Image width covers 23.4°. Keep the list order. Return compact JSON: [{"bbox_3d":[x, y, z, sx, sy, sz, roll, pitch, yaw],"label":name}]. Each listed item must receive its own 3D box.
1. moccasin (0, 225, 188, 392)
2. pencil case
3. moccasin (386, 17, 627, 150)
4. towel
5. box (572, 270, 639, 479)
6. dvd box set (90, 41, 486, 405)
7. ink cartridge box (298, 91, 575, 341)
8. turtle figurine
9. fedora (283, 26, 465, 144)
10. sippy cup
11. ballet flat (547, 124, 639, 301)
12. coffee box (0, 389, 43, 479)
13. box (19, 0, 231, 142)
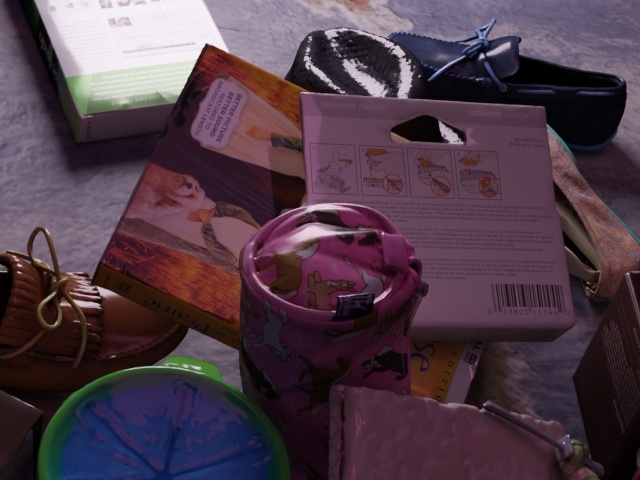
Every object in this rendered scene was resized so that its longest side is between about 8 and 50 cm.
[{"bbox_3d":[-0.328,0.074,1.660,0.380,0.147,0.139,5,48,-10],"label":"moccasin"},{"bbox_3d":[0.014,0.151,1.527,0.160,0.386,0.167,-33,50,-31],"label":"pencil case"},{"bbox_3d":[0.250,-0.233,2.095,0.342,0.117,0.138,14,40,-6],"label":"moccasin"},{"bbox_3d":[0.114,0.308,1.444,0.331,0.053,0.317,17,72,-44],"label":"towel"},{"bbox_3d":[0.403,0.162,1.734,0.168,0.203,0.167,3,48,-12],"label":"box"},{"bbox_3d":[0.000,0.000,1.704,0.420,0.062,0.308,26,64,-6],"label":"dvd box set"},{"bbox_3d":[0.116,-0.022,1.676,0.296,0.066,0.261,2,69,-17],"label":"ink cartridge box"},{"bbox_3d":[0.344,0.211,1.515,0.275,0.198,0.266,57,21,12],"label":"turtle figurine"},{"bbox_3d":[0.047,-0.163,1.913,0.334,0.153,0.334,1,36,0],"label":"fedora"},{"bbox_3d":[-0.159,0.277,1.474,0.240,0.224,0.305,40,52,22],"label":"sippy cup"},{"bbox_3d":[0.295,-0.047,1.963,0.106,0.108,0.316,-23,57,-22],"label":"ballet flat"},{"bbox_3d":[-0.346,0.234,1.447,0.141,0.246,0.098,25,48,8],"label":"coffee box"},{"bbox_3d":[-0.256,-0.271,2.049,0.232,0.058,0.322,-10,51,-22],"label":"box"}]
